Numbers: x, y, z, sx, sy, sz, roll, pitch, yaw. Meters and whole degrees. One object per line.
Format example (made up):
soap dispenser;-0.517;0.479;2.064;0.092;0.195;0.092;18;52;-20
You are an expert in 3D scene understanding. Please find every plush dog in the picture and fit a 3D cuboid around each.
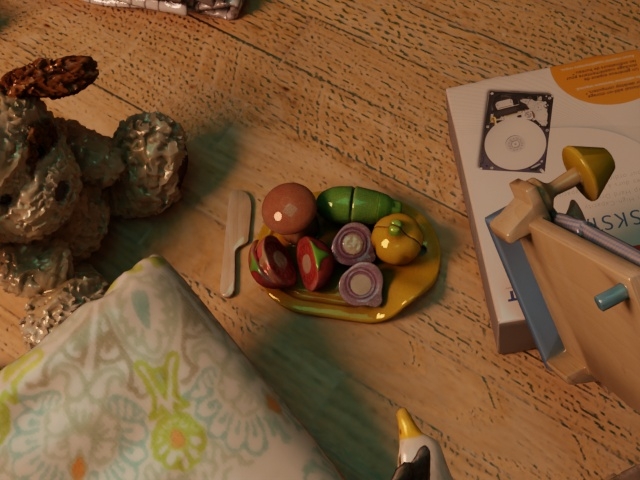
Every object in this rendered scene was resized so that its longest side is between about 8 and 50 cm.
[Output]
plush dog;-0.269;-0.052;0.813;0.210;0.225;0.263;20;71;18

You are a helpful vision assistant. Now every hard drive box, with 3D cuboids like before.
hard drive box;0.221;-0.035;0.791;0.181;0.089;0.232;-12;65;6

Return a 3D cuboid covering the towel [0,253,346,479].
towel;-0.170;0.243;0.671;0.374;0.090;0.321;-38;88;-13

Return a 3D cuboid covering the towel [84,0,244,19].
towel;-0.199;-0.379;0.997;0.283;0.121;0.235;13;70;10

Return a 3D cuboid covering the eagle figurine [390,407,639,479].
eagle figurine;0.084;0.204;0.519;0.225;0.298;0.226;44;76;-1

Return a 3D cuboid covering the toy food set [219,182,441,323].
toy food set;0.000;0.000;0.825;0.217;0.071;0.128;6;67;13

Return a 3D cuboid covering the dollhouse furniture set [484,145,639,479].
dollhouse furniture set;0.281;0.076;0.571;0.198;0.286;0.303;-27;104;-3
